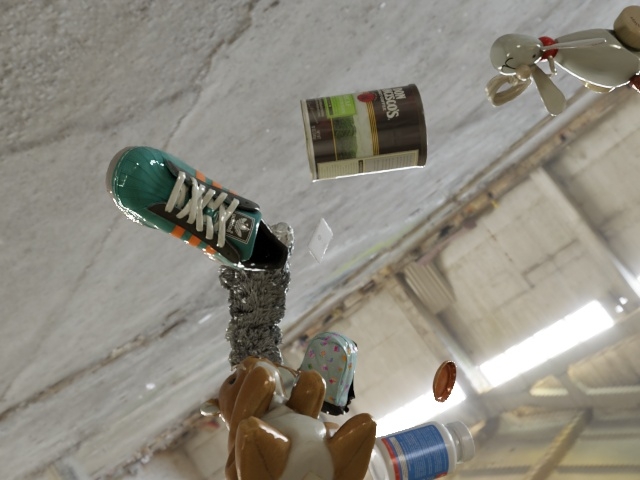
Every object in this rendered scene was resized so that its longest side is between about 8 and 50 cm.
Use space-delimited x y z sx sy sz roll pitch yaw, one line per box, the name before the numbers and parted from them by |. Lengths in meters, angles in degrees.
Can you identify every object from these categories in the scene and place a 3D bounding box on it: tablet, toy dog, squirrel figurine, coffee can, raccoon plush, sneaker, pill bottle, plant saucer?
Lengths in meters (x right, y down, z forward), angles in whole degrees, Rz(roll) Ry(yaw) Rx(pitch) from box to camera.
tablet | 0.000 0.000 1.451 0.006 0.054 0.083 -4 -134 33
toy dog | 0.484 -0.313 1.314 0.334 0.161 0.220 -19 151 -3
squirrel figurine | -0.112 0.431 1.438 0.281 0.396 0.370 -3 -164 -30
coffee can | 0.100 -0.255 1.706 0.276 0.201 0.201 -8 170 -1
raccoon plush | -0.179 0.177 1.980 0.216 0.299 0.446 -1 154 -6
sneaker | -0.148 -0.037 0.962 0.302 0.121 0.108 35 70 -54
pill bottle | 0.226 0.476 1.593 0.222 0.124 0.124 -11 163 -18
plant saucer | 0.235 0.269 1.362 0.013 0.083 0.083 12 -155 37

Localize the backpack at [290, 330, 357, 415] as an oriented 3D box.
backpack | 0.018 0.301 1.649 0.115 0.152 0.181 9 100 -78
